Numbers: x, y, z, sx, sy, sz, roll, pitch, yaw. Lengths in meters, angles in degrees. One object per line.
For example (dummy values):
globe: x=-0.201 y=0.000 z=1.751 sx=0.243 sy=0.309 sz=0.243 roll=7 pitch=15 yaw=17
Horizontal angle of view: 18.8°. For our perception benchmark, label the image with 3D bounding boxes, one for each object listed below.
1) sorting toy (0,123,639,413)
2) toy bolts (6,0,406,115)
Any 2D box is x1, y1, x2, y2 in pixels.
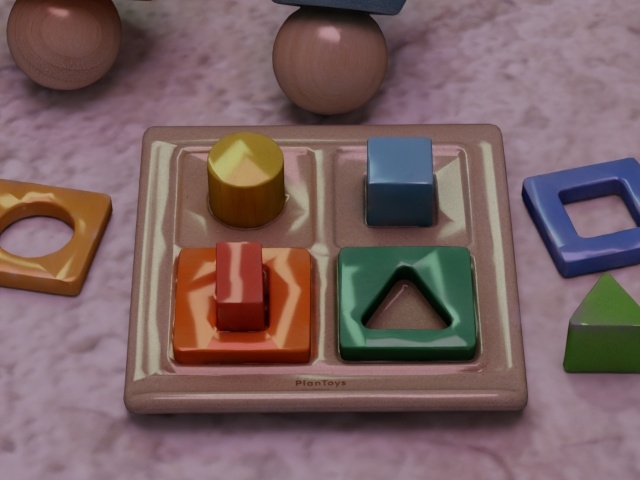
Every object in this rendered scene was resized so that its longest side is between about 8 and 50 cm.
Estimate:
sorting toy: x=0.000 y=0.000 z=0.910 sx=0.348 sy=0.047 sz=0.196 roll=-1 pitch=45 yaw=0
toy bolts: x=-0.046 y=-0.150 z=1.037 sx=0.228 sy=0.158 sz=0.218 roll=8 pitch=4 yaw=22
